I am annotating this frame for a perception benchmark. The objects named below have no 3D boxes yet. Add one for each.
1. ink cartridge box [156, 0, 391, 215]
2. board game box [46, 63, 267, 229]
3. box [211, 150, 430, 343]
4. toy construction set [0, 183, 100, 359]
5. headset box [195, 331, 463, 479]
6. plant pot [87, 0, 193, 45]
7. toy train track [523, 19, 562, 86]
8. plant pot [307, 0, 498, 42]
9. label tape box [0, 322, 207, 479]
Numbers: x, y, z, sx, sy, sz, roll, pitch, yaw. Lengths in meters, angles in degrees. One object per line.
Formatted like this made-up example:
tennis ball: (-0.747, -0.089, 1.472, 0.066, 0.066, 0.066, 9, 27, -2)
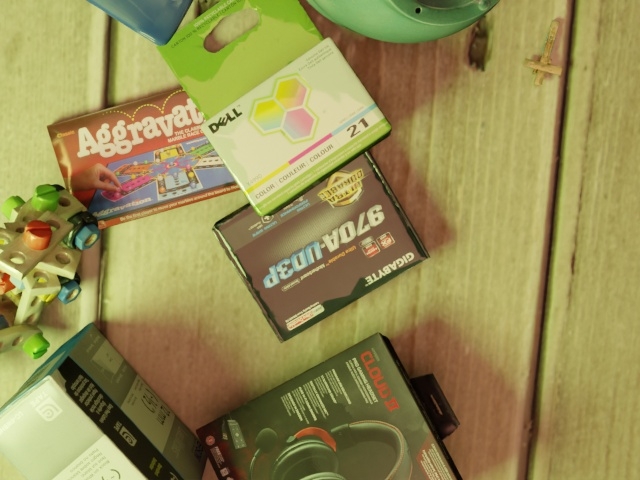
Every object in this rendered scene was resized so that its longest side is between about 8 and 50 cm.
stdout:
ink cartridge box: (-0.062, -0.182, 1.340, 0.189, 0.097, 0.255, -34, 89, 3)
board game box: (-0.187, -0.114, 1.416, 0.281, 0.027, 0.145, -16, 98, 2)
box: (0.000, 0.000, 1.423, 0.220, 0.051, 0.175, -30, 97, 3)
toy construction set: (-0.368, 0.048, 1.326, 0.151, 0.215, 0.328, 52, 133, 7)
headset box: (0.028, 0.265, 1.403, 0.293, 0.110, 0.218, -28, 76, 4)
plant pot: (-0.212, -0.386, 1.233, 0.236, 0.236, 0.212, 32, 107, -22)
toy train track: (0.283, -0.234, 1.411, 0.048, 0.014, 0.083, 16, 93, 4)
plant pot: (0.112, -0.346, 1.251, 0.293, 0.196, 0.293, -6, 117, -12)
label tape box: (-0.222, 0.284, 1.364, 0.115, 0.249, 0.347, -42, 97, 6)
